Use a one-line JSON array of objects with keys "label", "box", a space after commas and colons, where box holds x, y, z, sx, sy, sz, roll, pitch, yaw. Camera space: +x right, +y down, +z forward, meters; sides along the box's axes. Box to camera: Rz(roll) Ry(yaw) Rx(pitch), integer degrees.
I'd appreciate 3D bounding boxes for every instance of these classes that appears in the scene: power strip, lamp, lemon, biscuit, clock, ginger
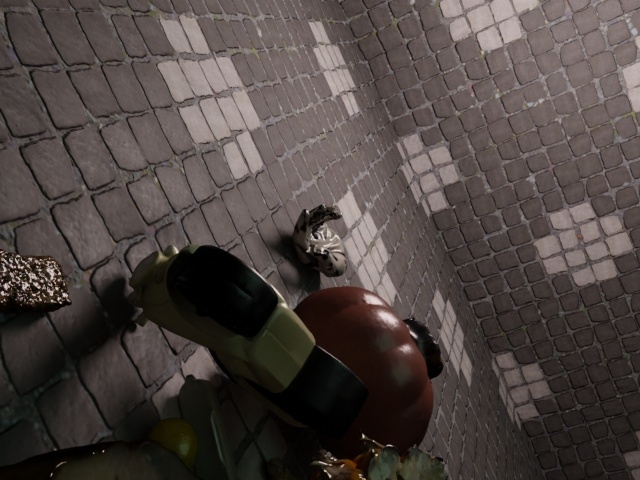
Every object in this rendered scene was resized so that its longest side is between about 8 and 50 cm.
[{"label": "power strip", "box": [-0.140, 0.264, 0.880, 0.030, 0.047, 0.191, 25, 46, -70]}, {"label": "lamp", "box": [0.074, 0.212, 1.126, 0.305, 0.240, 0.305, 56, -21, 34]}, {"label": "lemon", "box": [-0.172, 0.242, 0.799, 0.062, 0.062, 0.083, 52, 13, -38]}, {"label": "biscuit", "box": [-0.322, 0.038, 0.662, 0.199, 0.034, 0.064, 13, 59, -66]}, {"label": "clock", "box": [-0.098, 0.120, 0.864, 0.120, 0.276, 0.379, -54, 134, -22]}, {"label": "ginger", "box": [-0.039, 0.374, 1.039, 0.137, 0.044, 0.057, 60, 40, -19]}]

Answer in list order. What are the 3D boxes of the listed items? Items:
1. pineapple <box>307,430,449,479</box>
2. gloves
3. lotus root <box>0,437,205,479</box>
[{"label": "pineapple", "box": [-0.036, 0.382, 0.791, 0.209, 0.286, 0.344, 39, 48, -22]}, {"label": "gloves", "box": [-0.007, -0.002, 1.408, 0.212, 0.111, 0.127, 49, 52, -48]}, {"label": "lotus root", "box": [-0.182, 0.365, 0.599, 0.375, 0.111, 0.390, 59, 19, -28]}]
